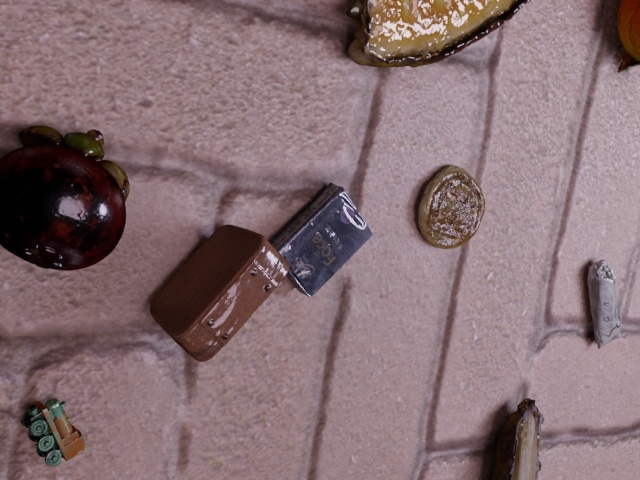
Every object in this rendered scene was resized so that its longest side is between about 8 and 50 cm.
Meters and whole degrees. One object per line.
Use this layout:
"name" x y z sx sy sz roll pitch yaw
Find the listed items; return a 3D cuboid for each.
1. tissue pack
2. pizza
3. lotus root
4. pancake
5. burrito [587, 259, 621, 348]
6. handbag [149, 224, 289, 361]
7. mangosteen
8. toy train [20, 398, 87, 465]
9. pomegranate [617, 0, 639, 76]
"tissue pack" 0.000 0.000 1.417 0.156 0.051 0.112 -44 124 -16
"pizza" 0.178 -0.430 1.398 0.434 0.080 0.392 30 86 -34
"lotus root" 0.383 0.476 1.791 0.167 0.078 0.330 -14 110 -54
"pancake" 0.234 -0.056 1.568 0.158 0.028 0.158 -11 109 -33
"burrito" 0.591 0.133 1.835 0.064 0.064 0.203 -26 117 -25
"handbag" -0.152 0.071 1.278 0.193 0.151 0.072 -51 127 -13
"mangosteen" -0.331 -0.060 1.127 0.199 0.199 0.200 -10 108 -31
"toy train" -0.379 0.270 1.252 0.064 0.044 0.103 -30 120 -26
"pomegranate" 0.653 -0.402 1.642 0.210 0.210 0.235 5 128 -34
